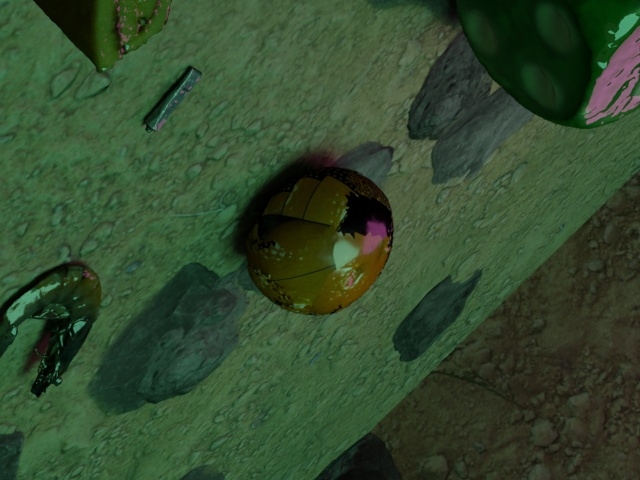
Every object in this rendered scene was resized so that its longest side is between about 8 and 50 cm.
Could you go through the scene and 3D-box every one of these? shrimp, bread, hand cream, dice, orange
[{"bbox_3d":[-0.357,0.121,1.542,0.150,0.051,0.217,-12,134,-48],"label":"shrimp"},{"bbox_3d":[-0.200,-0.245,0.997,0.103,0.172,0.132,-32,156,-29],"label":"bread"},{"bbox_3d":[-0.170,-0.161,1.403,0.093,0.019,0.030,-48,159,3],"label":"hand cream"},{"bbox_3d":[0.373,-0.351,1.651,0.287,0.297,0.300,-35,157,-18],"label":"dice"},{"bbox_3d":[0.000,0.000,1.786,0.234,0.182,0.234,-24,146,-18],"label":"orange"}]
